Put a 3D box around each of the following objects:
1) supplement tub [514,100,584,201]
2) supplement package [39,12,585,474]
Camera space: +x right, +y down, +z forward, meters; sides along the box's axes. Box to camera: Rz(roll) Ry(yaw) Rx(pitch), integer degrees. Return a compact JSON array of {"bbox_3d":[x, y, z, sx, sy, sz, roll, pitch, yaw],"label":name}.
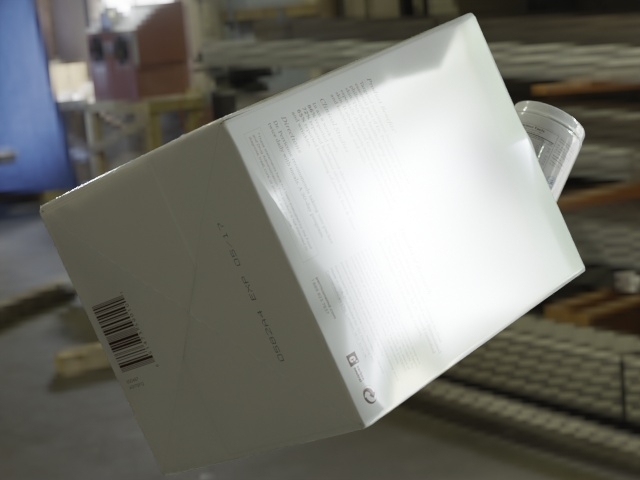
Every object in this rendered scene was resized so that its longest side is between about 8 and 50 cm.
[{"bbox_3d":[0.178,-0.058,1.362,0.071,0.107,0.071,24,-17,8],"label":"supplement tub"},{"bbox_3d":[0.000,0.000,1.052,0.198,0.199,0.262,-20,6,44],"label":"supplement package"}]
